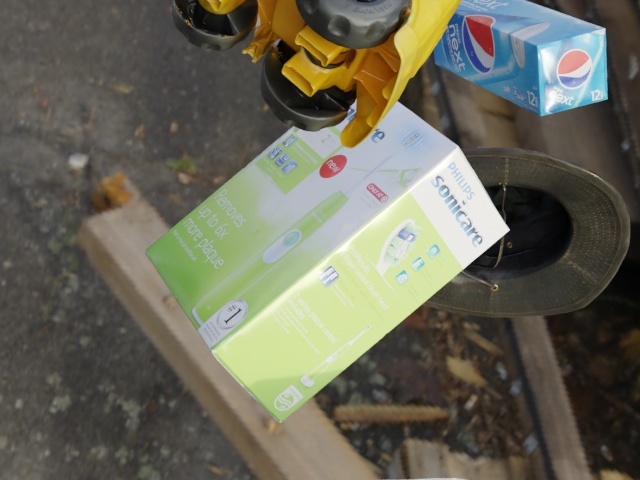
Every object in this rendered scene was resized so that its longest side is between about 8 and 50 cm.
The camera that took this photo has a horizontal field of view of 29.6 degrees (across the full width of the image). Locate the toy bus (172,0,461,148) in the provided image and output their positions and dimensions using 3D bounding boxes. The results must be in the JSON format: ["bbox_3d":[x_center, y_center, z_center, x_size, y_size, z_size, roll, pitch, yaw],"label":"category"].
[{"bbox_3d":[0.011,-0.216,0.911,0.220,0.149,0.211,39,62,4],"label":"toy bus"}]

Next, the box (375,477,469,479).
[{"bbox_3d":[0.081,0.308,0.974,0.103,0.114,0.203,2,50,-16],"label":"box"}]

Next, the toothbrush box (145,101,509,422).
[{"bbox_3d":[0.000,0.000,1.157,0.283,0.122,0.206,-39,36,-3],"label":"toothbrush box"}]

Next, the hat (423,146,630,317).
[{"bbox_3d":[0.235,-0.037,1.594,0.331,0.331,0.134,18,42,-8],"label":"hat"}]

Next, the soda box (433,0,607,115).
[{"bbox_3d":[0.180,-0.180,1.130,0.071,0.067,0.210,-16,25,-16],"label":"soda box"}]
